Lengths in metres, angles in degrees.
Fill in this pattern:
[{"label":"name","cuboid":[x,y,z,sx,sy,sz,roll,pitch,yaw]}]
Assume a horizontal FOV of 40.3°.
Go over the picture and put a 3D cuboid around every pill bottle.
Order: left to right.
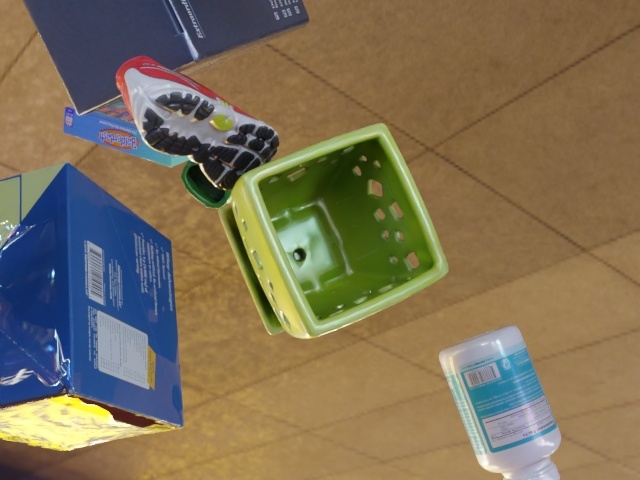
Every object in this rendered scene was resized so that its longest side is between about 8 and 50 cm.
[{"label":"pill bottle","cuboid":[0.309,0.285,1.464,0.146,0.264,0.146,-19,173,-3]}]

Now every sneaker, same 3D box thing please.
[{"label":"sneaker","cuboid":[-0.147,-0.154,1.088,0.107,0.118,0.279,-43,152,8]}]

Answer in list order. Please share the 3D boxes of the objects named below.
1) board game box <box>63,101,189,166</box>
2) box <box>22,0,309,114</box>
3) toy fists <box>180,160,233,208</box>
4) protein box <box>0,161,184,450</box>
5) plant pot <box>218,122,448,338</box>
[{"label":"board game box","cuboid":[-0.290,-0.186,1.446,0.210,0.160,0.047,18,113,19]},{"label":"box","cuboid":[-0.224,-0.385,1.251,0.211,0.395,0.294,-18,102,27]},{"label":"toy fists","cuboid":[-0.256,-0.183,1.699,0.279,0.142,0.096,43,105,-9]},{"label":"protein box","cuboid":[-0.231,0.071,0.788,0.135,0.200,0.201,-13,158,12]},{"label":"plant pot","cuboid":[0.000,0.000,1.192,0.228,0.227,0.207,-22,178,-25]}]
